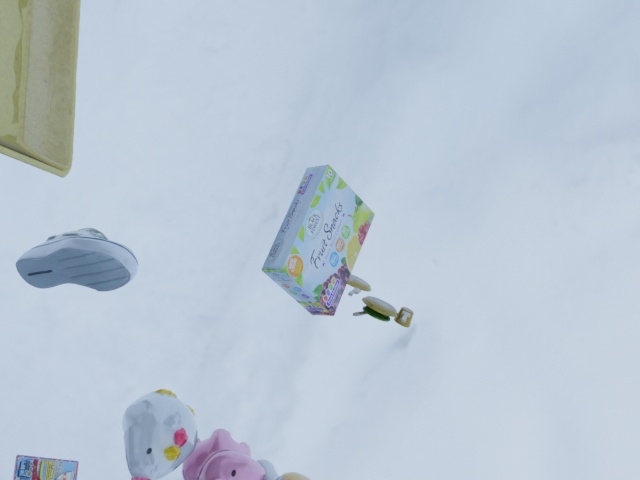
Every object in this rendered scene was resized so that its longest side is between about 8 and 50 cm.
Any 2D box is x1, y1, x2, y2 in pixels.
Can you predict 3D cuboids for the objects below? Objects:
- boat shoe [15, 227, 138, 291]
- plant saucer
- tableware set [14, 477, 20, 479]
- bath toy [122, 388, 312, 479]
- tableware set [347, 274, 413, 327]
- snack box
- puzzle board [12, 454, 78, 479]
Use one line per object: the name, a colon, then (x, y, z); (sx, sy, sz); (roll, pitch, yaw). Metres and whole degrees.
boat shoe: (-0.317, 0.014, 1.252); (0.226, 0.076, 0.083); (-1, 131, 36)
plant saucer: (-0.455, -0.274, 1.231); (0.081, 0.332, 0.333); (-6, 165, 25)
tableware set: (-0.445, 0.350, 1.169); (0.039, 0.128, 0.194); (44, 174, -6)
bath toy: (-0.117, 0.324, 1.243); (0.151, 0.129, 0.348); (-30, 124, 33)
tableware set: (0.045, 0.069, 1.185); (0.154, 0.104, 0.024); (26, 102, 9)
snack box: (0.000, 0.000, 1.064); (0.037, 0.141, 0.100); (-4, 144, 43)
puzzle board: (-0.413, 0.388, 1.406); (0.096, 0.128, 0.011); (14, 154, -29)
